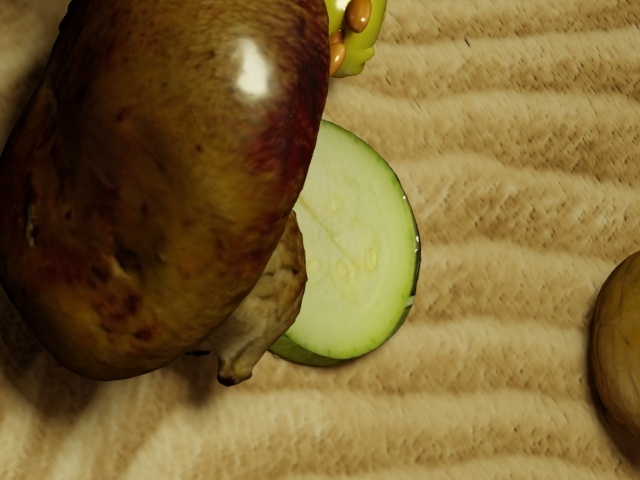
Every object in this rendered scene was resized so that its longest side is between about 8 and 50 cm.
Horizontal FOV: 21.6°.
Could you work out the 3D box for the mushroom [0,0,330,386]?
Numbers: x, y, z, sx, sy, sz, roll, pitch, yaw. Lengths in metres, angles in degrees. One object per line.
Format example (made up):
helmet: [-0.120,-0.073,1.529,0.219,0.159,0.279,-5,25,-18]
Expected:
mushroom: [-0.090,-0.063,1.236,0.259,0.345,0.346,23,61,-26]

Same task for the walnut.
walnut: [0.339,0.105,1.588,0.167,0.167,0.207,9,67,-36]

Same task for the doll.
doll: [0.000,-0.221,1.458,0.135,0.143,0.221,26,53,-31]

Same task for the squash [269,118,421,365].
squash: [-0.004,0.001,1.440,0.219,0.041,0.219,14,69,-39]
